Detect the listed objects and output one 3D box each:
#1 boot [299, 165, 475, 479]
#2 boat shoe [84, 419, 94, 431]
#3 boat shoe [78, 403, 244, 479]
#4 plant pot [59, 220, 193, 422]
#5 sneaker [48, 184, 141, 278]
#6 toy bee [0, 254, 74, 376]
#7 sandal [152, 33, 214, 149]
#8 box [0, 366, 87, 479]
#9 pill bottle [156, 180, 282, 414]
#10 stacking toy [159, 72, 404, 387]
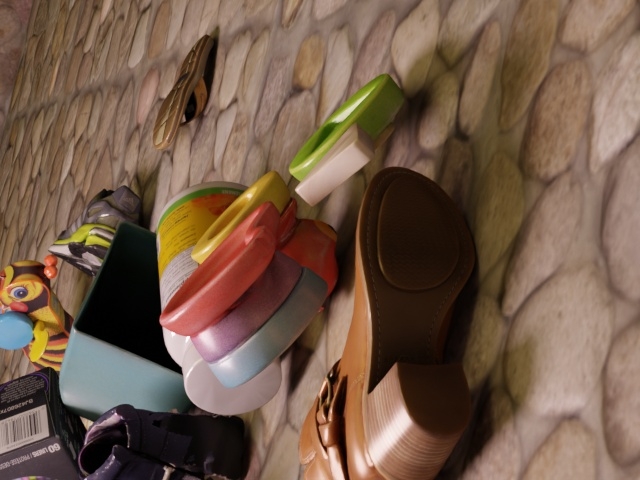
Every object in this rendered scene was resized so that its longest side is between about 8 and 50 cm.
[{"bbox_3d":[0.050,0.100,1.342,0.220,0.109,0.283,123,145,-51],"label":"boot"},{"bbox_3d":[-0.307,0.251,2.220,0.045,0.050,0.135,130,147,-60],"label":"boat shoe"},{"bbox_3d":[-0.218,0.270,1.821,0.340,0.158,0.127,133,144,-53],"label":"boat shoe"},{"bbox_3d":[-0.214,0.130,1.865,0.234,0.166,0.165,121,171,-52],"label":"plant pot"},{"bbox_3d":[-0.333,-0.011,2.409,0.121,0.111,0.300,-62,17,-14],"label":"sneaker"},{"bbox_3d":[-0.464,0.103,2.500,0.162,0.298,0.195,-28,60,15],"label":"toy bee"},{"bbox_3d":[-0.181,-0.204,2.187,0.072,0.049,0.180,-16,48,61],"label":"sandal"},{"bbox_3d":[-0.358,0.321,1.972,0.143,0.165,0.270,-109,-1,-54],"label":"box"},{"bbox_3d":[-0.103,0.063,1.683,0.245,0.136,0.136,-100,31,-47],"label":"pill bottle"},{"bbox_3d":[0.000,0.000,1.450,0.279,0.130,0.309,-42,11,20],"label":"stacking toy"}]
